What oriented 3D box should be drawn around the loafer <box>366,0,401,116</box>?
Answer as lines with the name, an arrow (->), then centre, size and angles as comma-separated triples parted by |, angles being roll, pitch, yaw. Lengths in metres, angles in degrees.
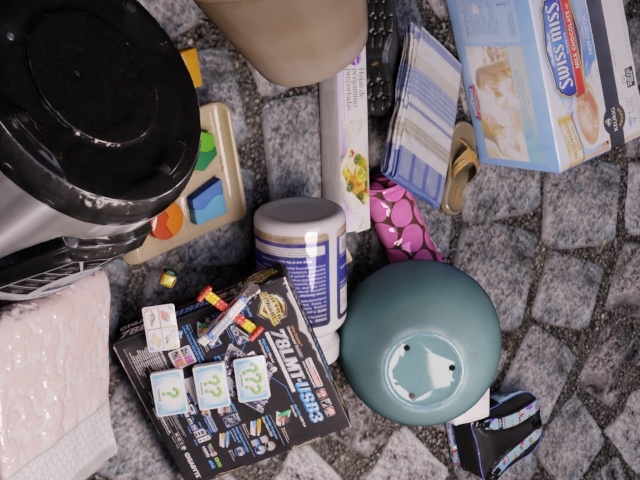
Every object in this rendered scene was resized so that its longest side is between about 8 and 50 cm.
loafer -> 0.102, -0.328, 2.004 | 0.078, 0.076, 0.223 | -29, 117, -75

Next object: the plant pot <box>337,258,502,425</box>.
plant pot -> 0.168, 0.192, 1.934 | 0.290, 0.195, 0.290 | 1, 100, 3

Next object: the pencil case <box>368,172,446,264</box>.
pencil case -> 0.148, -0.027, 2.071 | 0.098, 0.095, 0.209 | -23, 114, 4

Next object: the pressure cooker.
pressure cooker -> -0.404, -0.117, 1.499 | 0.370, 0.420, 0.376 | 40, 42, -26

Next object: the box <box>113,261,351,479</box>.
box -> -0.138, 0.220, 1.848 | 0.293, 0.073, 0.296 | -23, 112, 3

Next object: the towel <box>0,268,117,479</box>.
towel -> -0.386, 0.224, 1.655 | 0.332, 0.053, 0.317 | -37, 127, -70

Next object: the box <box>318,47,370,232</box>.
box -> 0.041, -0.176, 1.987 | 0.063, 0.067, 0.324 | -9, 102, -33

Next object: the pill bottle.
pill bottle -> -0.032, 0.072, 1.917 | 0.153, 0.153, 0.265 | -14, 115, -31

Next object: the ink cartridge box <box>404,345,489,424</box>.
ink cartridge box -> 0.228, 0.213, 2.121 | 0.092, 0.158, 0.218 | -10, 103, -36

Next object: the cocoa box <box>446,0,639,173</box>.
cocoa box -> 0.410, -0.325, 2.110 | 0.228, 0.231, 0.347 | -24, 110, -28

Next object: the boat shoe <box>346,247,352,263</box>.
boat shoe -> 0.000, 0.000, 2.002 | 0.135, 0.050, 0.045 | 46, 75, -20

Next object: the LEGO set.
LEGO set -> -0.176, 0.155, 1.755 | 0.182, 0.060, 0.244 | -8, 110, -6

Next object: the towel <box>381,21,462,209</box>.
towel -> 0.182, -0.218, 2.032 | 0.209, 0.034, 0.285 | 25, 71, -56

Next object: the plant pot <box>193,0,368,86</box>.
plant pot -> -0.057, -0.403, 1.768 | 0.323, 0.323, 0.280 | -46, 137, -19

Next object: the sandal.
sandal -> 0.266, -0.133, 2.155 | 0.072, 0.049, 0.180 | 6, 95, -35

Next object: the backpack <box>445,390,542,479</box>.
backpack -> 0.345, 0.366, 2.251 | 0.173, 0.117, 0.158 | -25, 111, -28

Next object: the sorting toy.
sorting toy -> -0.231, -0.132, 1.796 | 0.229, 0.041, 0.307 | -23, 120, -29
